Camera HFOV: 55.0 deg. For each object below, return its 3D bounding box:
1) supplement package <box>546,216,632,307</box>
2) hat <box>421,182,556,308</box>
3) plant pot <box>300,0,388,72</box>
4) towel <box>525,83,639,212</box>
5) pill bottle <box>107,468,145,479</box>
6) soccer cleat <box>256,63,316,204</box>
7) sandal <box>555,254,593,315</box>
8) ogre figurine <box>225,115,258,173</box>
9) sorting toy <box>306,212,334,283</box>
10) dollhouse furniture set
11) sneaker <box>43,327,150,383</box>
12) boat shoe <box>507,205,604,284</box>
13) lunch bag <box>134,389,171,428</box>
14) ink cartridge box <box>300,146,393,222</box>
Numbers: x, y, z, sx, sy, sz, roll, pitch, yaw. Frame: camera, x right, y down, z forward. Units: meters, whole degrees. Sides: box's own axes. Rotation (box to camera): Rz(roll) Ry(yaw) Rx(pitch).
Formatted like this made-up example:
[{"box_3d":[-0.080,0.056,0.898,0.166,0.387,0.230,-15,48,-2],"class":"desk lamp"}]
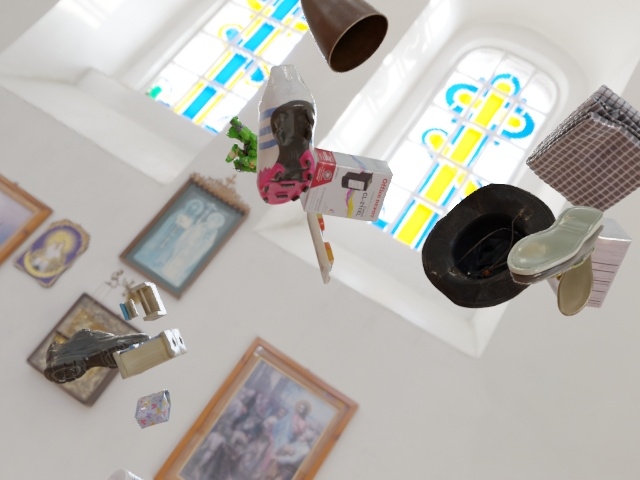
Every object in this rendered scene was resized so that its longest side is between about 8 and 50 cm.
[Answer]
[{"box_3d":[0.798,0.061,1.843,0.134,0.139,0.244,9,-62,-4],"class":"supplement package"},{"box_3d":[0.400,0.032,1.391,0.331,0.331,0.134,5,-27,49],"class":"hat"},{"box_3d":[0.048,-0.657,1.822,0.230,0.215,0.215,54,-18,17],"class":"plant pot"},{"box_3d":[0.674,-0.202,1.503,0.235,0.121,0.283,41,-30,2],"class":"towel"},{"box_3d":[-0.342,0.483,1.148,0.067,0.067,0.120,4,-36,50],"class":"pill bottle"},{"box_3d":[-0.069,-0.202,1.213,0.116,0.143,0.331,-7,-29,-15],"class":"soccer cleat"},{"box_3d":[0.651,0.070,1.589,0.088,0.239,0.079,2,13,2],"class":"sandal"},{"box_3d":[-0.211,-0.265,1.799,0.118,0.097,0.197,27,-55,17],"class":"ogre figurine"},{"box_3d":[0.000,0.000,1.578,0.208,0.038,0.192,83,-7,-74],"class":"sorting toy"},{"box_3d":[-0.418,0.210,1.449,0.129,0.129,0.183,76,-10,-83],"class":"dollhouse furniture set"},{"box_3d":[-0.618,0.293,1.703,0.109,0.286,0.130,97,-26,-42],"class":"sneaker"},{"box_3d":[0.366,0.019,0.946,0.081,0.228,0.068,23,-49,43],"class":"boat shoe"},{"box_3d":[-0.392,0.394,1.451,0.083,0.071,0.053,-105,177,-57],"class":"lunch bag"},{"box_3d":[0.056,-0.120,1.348,0.175,0.072,0.127,8,-61,-16],"class":"ink cartridge box"}]
